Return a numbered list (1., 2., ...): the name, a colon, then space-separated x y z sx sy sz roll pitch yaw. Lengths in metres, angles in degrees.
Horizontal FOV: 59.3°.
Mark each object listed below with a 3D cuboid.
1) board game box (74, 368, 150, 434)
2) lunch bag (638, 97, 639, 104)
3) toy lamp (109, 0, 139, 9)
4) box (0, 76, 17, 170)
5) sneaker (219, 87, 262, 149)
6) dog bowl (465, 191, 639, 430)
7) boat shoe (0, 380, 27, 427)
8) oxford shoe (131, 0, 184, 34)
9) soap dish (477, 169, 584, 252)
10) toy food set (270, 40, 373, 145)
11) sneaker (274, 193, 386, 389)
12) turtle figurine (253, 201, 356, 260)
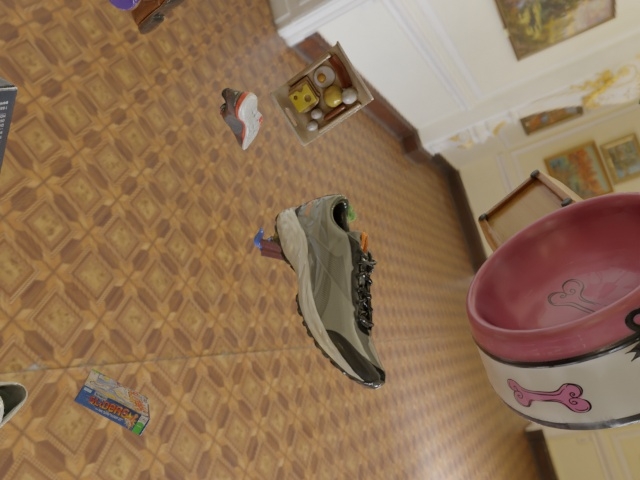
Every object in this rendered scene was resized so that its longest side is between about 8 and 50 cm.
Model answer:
1. board game box: -0.404 0.313 1.105 0.136 0.201 0.035 34 76 -14
2. lunch bag: 0.809 -0.319 1.143 0.160 0.262 0.223 5 44 -34
3. toy lamp: -0.334 -0.529 1.022 0.080 0.080 0.274 39 45 -49
4. box: -0.728 -0.136 0.930 0.294 0.395 0.212 30 26 6
5. sneaker: -0.147 -0.226 1.016 0.061 0.065 0.158 -59 172 -23
6. dog bowl: 0.408 0.081 0.864 0.150 0.408 0.408 52 28 -15
7. boat shoe: -0.428 0.208 0.683 0.083 0.076 0.226 62 -10 -5
8. oxford shoe: -0.396 -0.608 1.404 0.076 0.212 0.076 58 22 -7
9. soap dish: 0.485 -0.031 1.268 0.118 0.229 0.291 44 17 -14
10. toy food set: 0.001 -0.486 1.888 0.219 0.306 0.092 57 28 -8
11. sneaker: 0.027 0.053 0.705 0.100 0.108 0.271 39 27 -59
12. turtle figurine: 0.000 0.000 1.429 0.275 0.266 0.197 34 58 -36
